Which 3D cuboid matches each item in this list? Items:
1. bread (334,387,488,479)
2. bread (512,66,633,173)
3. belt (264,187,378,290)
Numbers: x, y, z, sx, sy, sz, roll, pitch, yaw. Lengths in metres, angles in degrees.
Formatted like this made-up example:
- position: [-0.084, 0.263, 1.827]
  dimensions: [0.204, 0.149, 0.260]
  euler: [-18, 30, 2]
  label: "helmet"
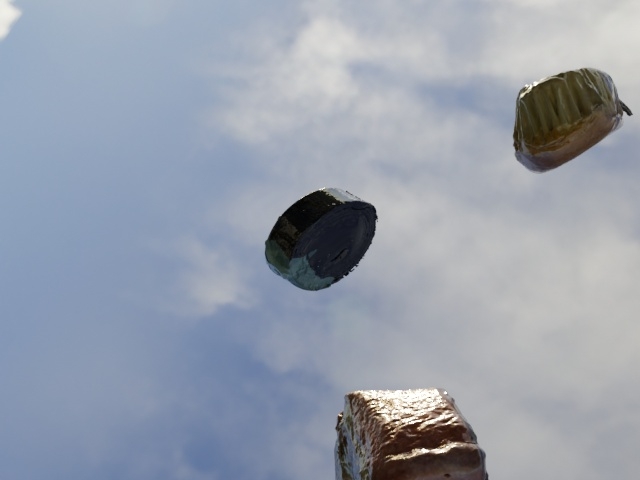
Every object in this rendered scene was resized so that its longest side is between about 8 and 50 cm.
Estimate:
- position: [0.084, 0.247, 0.997]
  dimensions: [0.244, 0.123, 0.190]
  euler: [-112, -155, -73]
  label: "bread"
- position: [0.509, -0.244, 1.987]
  dimensions: [0.236, 0.389, 0.183]
  euler: [-17, -92, 26]
  label: "bread"
- position: [0.000, 0.000, 1.556]
  dimensions: [0.198, 0.151, 0.078]
  euler: [-31, -137, -30]
  label: "belt"
